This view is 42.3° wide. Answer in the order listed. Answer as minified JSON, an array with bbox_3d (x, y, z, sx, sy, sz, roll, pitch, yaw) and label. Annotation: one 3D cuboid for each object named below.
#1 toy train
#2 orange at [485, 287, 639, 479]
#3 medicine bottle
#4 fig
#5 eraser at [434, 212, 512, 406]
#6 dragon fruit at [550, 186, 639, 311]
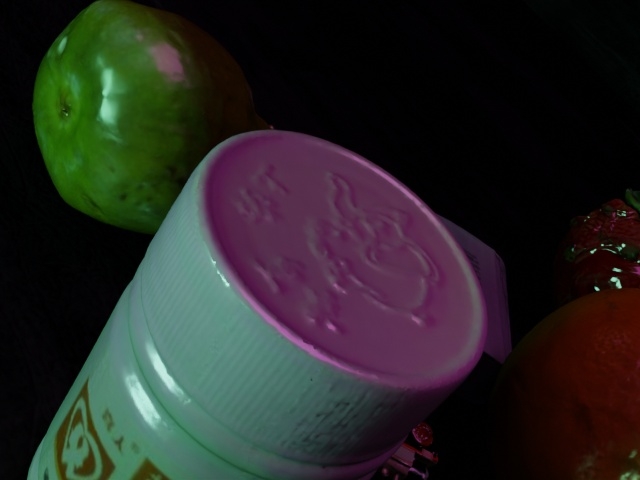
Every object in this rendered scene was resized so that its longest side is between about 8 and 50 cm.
[{"bbox_3d":[0.006,0.167,0.798,0.249,0.053,0.085,30,41,-13],"label":"toy train"},{"bbox_3d":[0.319,0.203,0.830,0.312,0.312,0.312,26,34,-19],"label":"orange"},{"bbox_3d":[-0.057,0.106,0.555,0.202,0.316,0.202,22,37,-18],"label":"medicine bottle"},{"bbox_3d":[-0.133,-0.103,0.841,0.314,0.233,0.233,22,35,-32],"label":"fig"},{"bbox_3d":[0.163,0.077,1.035,0.174,0.081,0.227,34,32,-14],"label":"eraser"},{"bbox_3d":[0.464,0.078,1.184,0.299,0.244,0.244,54,32,-5],"label":"dragon fruit"}]
